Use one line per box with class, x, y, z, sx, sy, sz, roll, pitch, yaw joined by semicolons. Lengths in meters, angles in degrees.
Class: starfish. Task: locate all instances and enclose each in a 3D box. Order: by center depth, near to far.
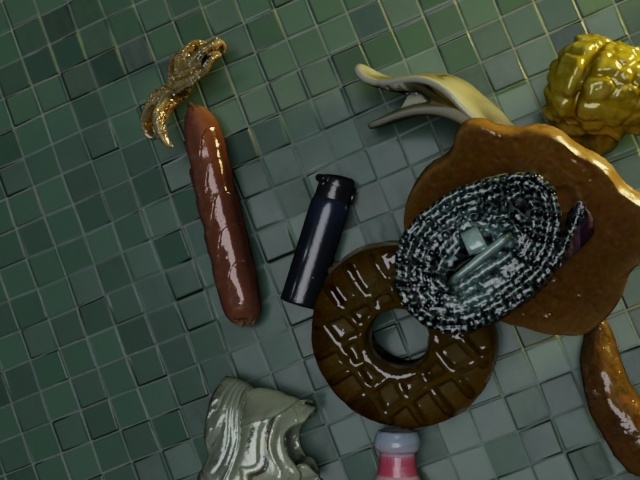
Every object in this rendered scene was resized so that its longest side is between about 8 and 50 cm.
starfish;-0.263;-0.275;1.743;0.071;0.216;0.238;31;128;-23

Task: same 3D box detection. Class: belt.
belt;0.252;0.012;1.448;0.295;0.160;0.207;-43;78;8

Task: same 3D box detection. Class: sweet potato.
sweet potato;0.492;0.263;1.580;0.097;0.097;0.292;-24;82;8

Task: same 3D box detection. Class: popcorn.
popcorn;0.475;-0.231;1.570;0.200;0.226;0.203;33;125;30

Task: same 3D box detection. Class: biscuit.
biscuit;0.332;-0.020;1.557;0.385;0.062;0.365;33;130;8
biscuit;0.139;0.162;1.617;0.332;0.103;0.332;3;101;15

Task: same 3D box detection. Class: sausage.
sausage;-0.182;-0.053;1.731;0.087;0.088;0.433;-16;84;9

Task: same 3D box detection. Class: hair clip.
hair clip;0.192;-0.243;1.643;0.282;0.172;0.113;7;103;23

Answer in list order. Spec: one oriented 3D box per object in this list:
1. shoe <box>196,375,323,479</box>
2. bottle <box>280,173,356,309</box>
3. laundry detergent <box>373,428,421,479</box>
shoe;-0.103;0.418;1.661;0.210;0.132;0.342;5;84;13
bottle;0.000;0.000;1.700;0.082;0.072;0.245;16;90;-26
laundry detergent;0.134;0.493;1.625;0.159;0.088;0.335;3;85;-24
